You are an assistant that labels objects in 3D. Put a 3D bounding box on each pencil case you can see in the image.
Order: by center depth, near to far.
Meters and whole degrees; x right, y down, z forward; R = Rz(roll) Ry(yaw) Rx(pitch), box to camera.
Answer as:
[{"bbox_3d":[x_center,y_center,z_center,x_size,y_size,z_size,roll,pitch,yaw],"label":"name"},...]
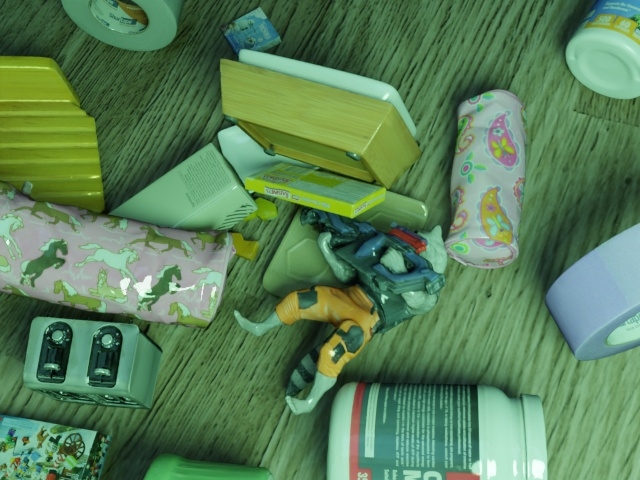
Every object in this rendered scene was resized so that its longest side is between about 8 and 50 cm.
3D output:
[{"bbox_3d":[-0.322,0.023,1.123,0.386,0.160,0.167,14,81,-13],"label":"pencil case"},{"bbox_3d":[0.264,-0.100,1.215,0.124,0.124,0.284,3,66,12],"label":"pencil case"}]

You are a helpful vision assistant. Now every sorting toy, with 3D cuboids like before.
[{"bbox_3d":[0.000,0.000,1.265,0.307,0.041,0.229,19,73,21],"label":"sorting toy"}]

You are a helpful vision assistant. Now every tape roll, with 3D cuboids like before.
[{"bbox_3d":[0.446,0.059,1.016,0.274,0.275,0.090,-22,63,0],"label":"tape roll"},{"bbox_3d":[-0.372,-0.455,1.439,0.219,0.219,0.072,4,67,13],"label":"tape roll"}]

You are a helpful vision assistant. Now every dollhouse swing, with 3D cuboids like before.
[{"bbox_3d":[-0.519,-0.201,1.244,0.315,0.305,0.347,-4,60,-20],"label":"dollhouse swing"}]

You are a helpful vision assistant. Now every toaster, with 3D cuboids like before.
[{"bbox_3d":[-0.345,0.191,1.175,0.168,0.186,0.110,5,69,5],"label":"toaster"}]

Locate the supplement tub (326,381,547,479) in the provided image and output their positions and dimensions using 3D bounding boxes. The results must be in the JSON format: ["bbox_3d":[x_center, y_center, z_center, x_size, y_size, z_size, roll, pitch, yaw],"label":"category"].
[{"bbox_3d":[0.154,0.288,1.016,0.272,0.191,0.191,-1,66,11],"label":"supplement tub"}]

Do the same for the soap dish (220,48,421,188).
[{"bbox_3d":[-0.001,-0.188,1.212,0.290,0.229,0.118,19,84,20],"label":"soap dish"}]

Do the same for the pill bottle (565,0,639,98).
[{"bbox_3d":[0.540,-0.383,1.268,0.152,0.152,0.272,30,75,22],"label":"pill bottle"}]

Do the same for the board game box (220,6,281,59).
[{"bbox_3d":[-0.136,-0.400,1.479,0.090,0.020,0.090,-29,64,-5],"label":"board game box"}]

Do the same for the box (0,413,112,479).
[{"bbox_3d":[-0.445,0.357,1.158,0.233,0.044,0.159,2,64,24],"label":"box"}]

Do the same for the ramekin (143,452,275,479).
[{"bbox_3d":[-0.136,0.425,0.957,0.148,0.303,0.303,0,66,3],"label":"ramekin"}]

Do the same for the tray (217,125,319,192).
[{"bbox_3d":[-0.039,-0.175,1.353,0.270,0.030,0.145,-19,63,2],"label":"tray"}]

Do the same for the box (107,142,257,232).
[{"bbox_3d":[-0.253,-0.032,1.275,0.275,0.094,0.113,-34,61,3],"label":"box"}]

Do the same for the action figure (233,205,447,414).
[{"bbox_3d":[0.042,0.076,1.146,0.330,0.179,0.341,-32,34,-7],"label":"action figure"}]

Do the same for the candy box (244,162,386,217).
[{"bbox_3d":[-0.009,-0.084,1.222,0.205,0.027,0.105,17,29,29],"label":"candy box"}]
